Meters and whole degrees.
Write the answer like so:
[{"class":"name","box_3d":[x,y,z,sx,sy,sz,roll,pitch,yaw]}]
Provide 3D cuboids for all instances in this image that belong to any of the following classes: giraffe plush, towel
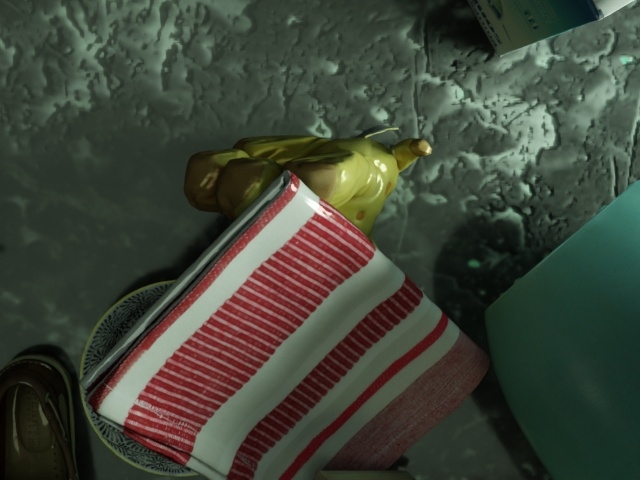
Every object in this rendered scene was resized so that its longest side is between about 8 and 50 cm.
[{"class":"giraffe plush","box_3d":[0.000,0.000,1.030,0.210,0.181,0.170,-15,108,-38]},{"class":"towel","box_3d":[-0.011,0.113,0.981,0.237,0.037,0.329,-47,134,1]}]

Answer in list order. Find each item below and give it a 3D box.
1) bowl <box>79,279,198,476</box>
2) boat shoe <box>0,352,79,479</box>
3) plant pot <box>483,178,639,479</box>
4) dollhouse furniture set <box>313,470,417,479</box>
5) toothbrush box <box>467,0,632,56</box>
[{"class":"bowl","box_3d":[-0.122,0.115,1.049,0.170,0.080,0.170,0,93,-5]},{"class":"boat shoe","box_3d":[-0.250,0.232,1.037,0.095,0.095,0.257,-9,94,-4]},{"class":"plant pot","box_3d":[0.278,0.089,0.987,0.293,0.293,0.235,-40,83,-1]},{"class":"dollhouse furniture set","box_3d":[0.074,0.323,0.978,0.212,0.242,0.161,9,109,-41]},{"class":"toothbrush box","box_3d":[0.235,-0.262,0.948,0.216,0.295,0.126,-31,97,-3]}]
